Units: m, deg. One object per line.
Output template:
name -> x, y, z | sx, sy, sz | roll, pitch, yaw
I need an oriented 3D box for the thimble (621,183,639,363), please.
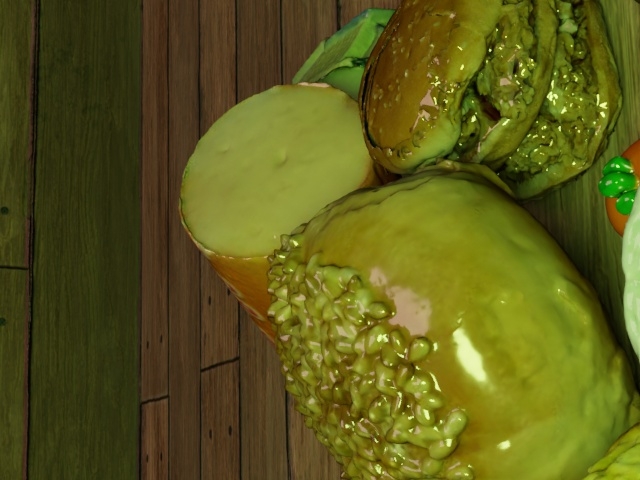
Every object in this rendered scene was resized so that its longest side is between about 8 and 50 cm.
thimble -> 0.316, 0.027, 0.898 | 0.237, 0.150, 0.237 | -9, 80, 64

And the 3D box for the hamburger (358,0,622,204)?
hamburger -> 0.163, -0.157, 1.268 | 0.260, 0.211, 0.245 | -131, 56, -65

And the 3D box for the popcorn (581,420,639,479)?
popcorn -> 0.252, 0.254, 0.920 | 0.225, 0.249, 0.249 | -43, 27, -1

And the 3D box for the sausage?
sausage -> 0.000, 0.000, 1.468 | 0.287, 0.233, 0.233 | 60, -169, -49

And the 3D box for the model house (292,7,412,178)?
model house -> 0.067, -0.179, 1.622 | 0.214, 0.195, 0.189 | -40, 25, 45

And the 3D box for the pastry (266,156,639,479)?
pastry -> 0.106, 0.118, 1.172 | 0.410, 0.245, 0.409 | 55, 169, 17

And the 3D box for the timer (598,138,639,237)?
timer -> 0.279, -0.038, 1.056 | 0.136, 0.136, 0.099 | 128, 135, -57

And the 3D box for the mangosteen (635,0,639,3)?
mangosteen -> 0.282, -0.284, 0.880 | 0.360, 0.306, 0.306 | 67, 172, -28
